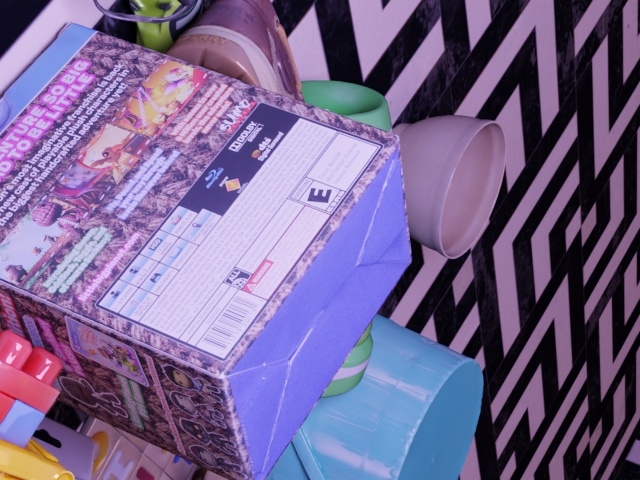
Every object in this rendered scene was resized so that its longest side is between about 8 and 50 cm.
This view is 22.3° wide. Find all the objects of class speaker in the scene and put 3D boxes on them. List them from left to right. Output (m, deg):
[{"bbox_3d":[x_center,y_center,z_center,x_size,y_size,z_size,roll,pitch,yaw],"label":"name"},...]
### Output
[{"bbox_3d":[0.000,0.000,1.591,0.131,0.131,0.296,-32,133,-53],"label":"speaker"}]

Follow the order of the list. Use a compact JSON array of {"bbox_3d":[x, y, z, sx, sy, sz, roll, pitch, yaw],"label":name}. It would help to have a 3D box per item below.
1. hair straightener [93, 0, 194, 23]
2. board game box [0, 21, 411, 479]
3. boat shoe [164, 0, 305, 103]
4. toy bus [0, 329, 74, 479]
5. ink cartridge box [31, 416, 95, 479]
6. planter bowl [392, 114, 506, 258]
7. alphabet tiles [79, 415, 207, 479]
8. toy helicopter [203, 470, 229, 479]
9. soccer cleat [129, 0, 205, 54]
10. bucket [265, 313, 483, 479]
[{"bbox_3d":[-0.166,-0.226,1.153,0.230,0.089,0.047,43,41,-51],"label":"hair straightener"},{"bbox_3d":[-0.117,0.003,1.163,0.232,0.291,0.141,-53,152,-31],"label":"board game box"},{"bbox_3d":[-0.045,-0.070,1.376,0.342,0.123,0.123,72,30,-45],"label":"boat shoe"},{"bbox_3d":[-0.270,0.142,1.057,0.220,0.149,0.211,31,89,-47],"label":"toy bus"},{"bbox_3d":[-0.246,0.230,1.299,0.061,0.104,0.181,-26,130,-57],"label":"ink cartridge box"},{"bbox_3d":[0.126,-0.072,1.830,0.162,0.109,0.162,-45,146,-43],"label":"planter bowl"},{"bbox_3d":[-0.133,0.128,1.568,0.285,0.011,0.342,-62,154,-16],"label":"alphabet tiles"},{"bbox_3d":[-0.107,0.375,1.667,0.235,0.140,0.355,-11,116,-64],"label":"toy helicopter"},{"bbox_3d":[-0.119,-0.191,1.305,0.072,0.060,0.179,-58,161,-46],"label":"soccer cleat"},{"bbox_3d":[0.046,0.211,1.784,0.281,0.183,0.281,-48,150,-41],"label":"bucket"}]
